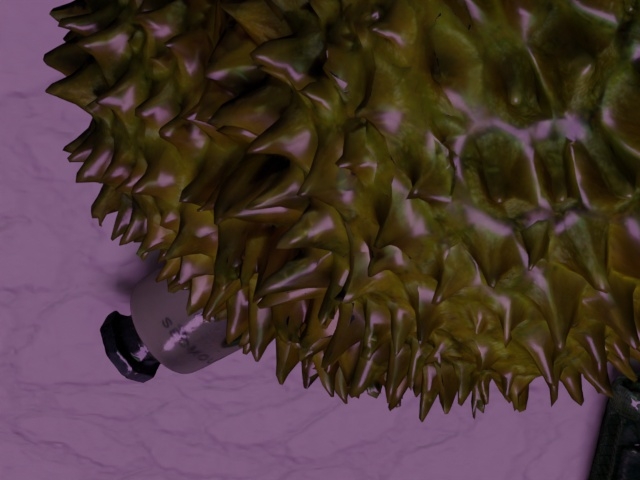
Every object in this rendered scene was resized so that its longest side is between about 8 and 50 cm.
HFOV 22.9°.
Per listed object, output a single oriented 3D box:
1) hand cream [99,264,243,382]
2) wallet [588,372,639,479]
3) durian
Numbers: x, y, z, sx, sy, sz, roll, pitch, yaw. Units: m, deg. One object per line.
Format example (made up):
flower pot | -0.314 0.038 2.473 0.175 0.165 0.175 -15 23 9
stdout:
hand cream | 0.000 0.000 0.717 0.234 0.050 0.080 -30 128 23
wallet | 0.228 0.152 0.885 0.160 0.055 0.236 5 141 5
durian | 0.039 -0.085 0.462 0.224 0.291 0.291 36 132 -6
